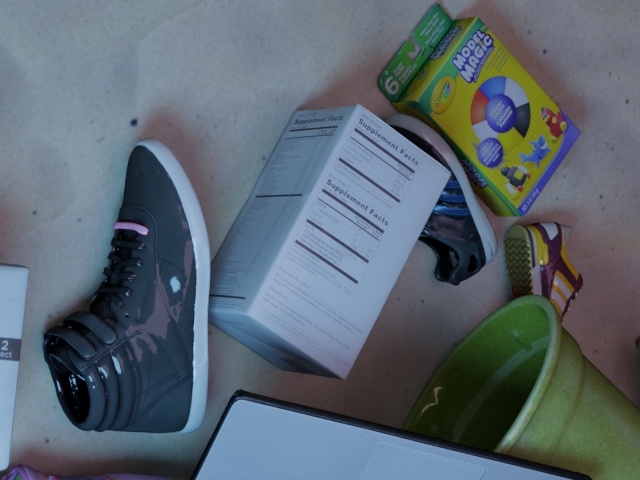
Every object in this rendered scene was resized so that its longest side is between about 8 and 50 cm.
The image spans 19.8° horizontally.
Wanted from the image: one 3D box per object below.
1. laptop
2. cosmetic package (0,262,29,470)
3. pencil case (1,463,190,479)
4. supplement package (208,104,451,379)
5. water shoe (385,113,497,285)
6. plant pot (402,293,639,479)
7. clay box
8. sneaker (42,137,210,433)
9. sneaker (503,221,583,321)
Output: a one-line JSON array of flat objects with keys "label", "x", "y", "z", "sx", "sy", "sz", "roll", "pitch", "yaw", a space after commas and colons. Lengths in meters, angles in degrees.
[{"label": "laptop", "x": 0.033, "y": 0.401, "z": 1.690, "sx": 0.382, "sy": 0.236, "sz": 0.408, "roll": 16, "pitch": 117, "yaw": -22}, {"label": "cosmetic package", "x": -0.365, "y": 0.104, "z": 1.636, "sx": 0.151, "sy": 0.151, "sz": 0.183, "roll": 6, "pitch": 88, "yaw": -32}, {"label": "pencil case", "x": -0.179, "y": 0.281, "z": 1.778, "sx": 0.284, "sy": 0.124, "sz": 0.124, "roll": 7, "pitch": 88, "yaw": -32}, {"label": "supplement package", "x": 0.000, "y": 0.000, "z": 1.859, "sx": 0.134, "sy": 0.139, "sz": 0.244, "roll": 35, "pitch": 75, "yaw": -25}, {"label": "water shoe", "x": 0.119, "y": -0.041, "z": 1.969, "sx": 0.080, "sy": 0.073, "sz": 0.203, "roll": -41, "pitch": 111, "yaw": -21}, {"label": "plant pot", "x": 0.248, "y": 0.240, "z": 1.908, "sx": 0.254, "sy": 0.276, "sz": 0.276, "roll": 36, "pitch": 73, "yaw": -14}, {"label": "clay box", "x": 0.175, "y": -0.144, "z": 2.010, "sx": 0.222, "sy": 0.053, "sz": 0.127, "roll": 44, "pitch": 70, "yaw": -25}, {"label": "sneaker", "x": -0.192, "y": 0.053, "z": 1.764, "sx": 0.147, "sy": 0.105, "sz": 0.295, "roll": -8, "pitch": 100, "yaw": -36}, {"label": "sneaker", "x": 0.259, "y": 0.072, "z": 2.057, "sx": 0.084, "sy": 0.069, "sz": 0.185, "roll": -5, "pitch": 95, "yaw": -26}]
